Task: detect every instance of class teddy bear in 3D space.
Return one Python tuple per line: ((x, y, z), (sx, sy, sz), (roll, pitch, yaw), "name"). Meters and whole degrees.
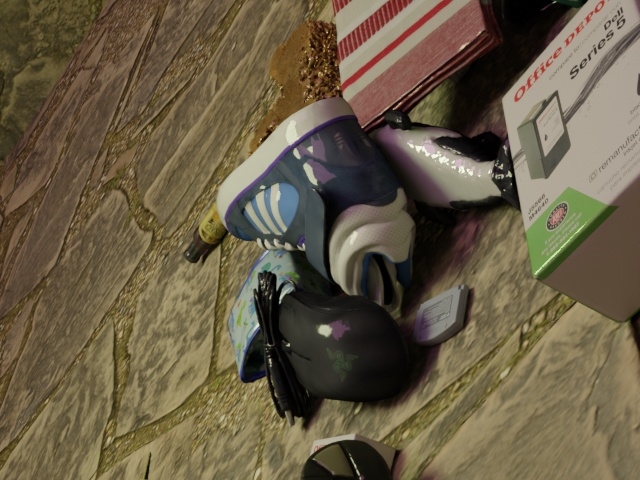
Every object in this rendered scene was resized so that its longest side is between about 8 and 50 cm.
((0.003, -0.139, 2.186), (0.245, 0.113, 0.338), (-50, 31, 26), "teddy bear")

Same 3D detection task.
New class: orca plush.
((0.156, -0.106, 1.831), (0.102, 0.151, 0.287), (-38, 11, -21), "orca plush")

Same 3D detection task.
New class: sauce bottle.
((-0.163, -0.017, 2.496), (0.128, 0.042, 0.042), (-54, 25, 28), "sauce bottle")

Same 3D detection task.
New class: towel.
((0.105, -0.294, 1.994), (0.237, 0.037, 0.329), (-36, 43, 34), "towel")

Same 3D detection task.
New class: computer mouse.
((-0.004, 0.130, 1.879), (0.272, 0.072, 0.188), (-3, 102, 57), "computer mouse")

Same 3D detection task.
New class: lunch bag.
((-0.056, 0.094, 2.080), (0.151, 0.096, 0.129), (-45, 28, 17), "lunch bag")

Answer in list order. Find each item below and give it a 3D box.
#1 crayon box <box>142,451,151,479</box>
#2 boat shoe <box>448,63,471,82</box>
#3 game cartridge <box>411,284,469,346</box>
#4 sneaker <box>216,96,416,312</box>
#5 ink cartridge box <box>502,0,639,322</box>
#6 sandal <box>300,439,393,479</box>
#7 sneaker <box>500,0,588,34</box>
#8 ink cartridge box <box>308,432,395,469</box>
((-0.192, 0.427, 1.934), (0.318, 0.081, 0.202), (-89, 9, -54), "crayon box")
((0.125, -0.301, 2.106), (0.119, 0.121, 0.335), (-54, 35, 6), "boat shoe")
((0.130, 0.084, 1.794), (0.083, 0.017, 0.056), (-31, 36, 52), "game cartridge")
((0.001, 0.000, 1.940), (0.236, 0.130, 0.323), (63, 149, 12), "sneaker")
((0.280, -0.094, 1.527), (0.198, 0.115, 0.273), (-49, 27, 32), "ink cartridge box")
((0.045, 0.336, 1.625), (0.086, 0.120, 0.303), (83, -178, -48), "sandal")
((0.288, -0.315, 1.766), (0.302, 0.108, 0.121), (-39, 33, 60), "sneaker")
((0.019, 0.281, 1.774), (0.099, 0.056, 0.135), (-23, 47, 59), "ink cartridge box")
